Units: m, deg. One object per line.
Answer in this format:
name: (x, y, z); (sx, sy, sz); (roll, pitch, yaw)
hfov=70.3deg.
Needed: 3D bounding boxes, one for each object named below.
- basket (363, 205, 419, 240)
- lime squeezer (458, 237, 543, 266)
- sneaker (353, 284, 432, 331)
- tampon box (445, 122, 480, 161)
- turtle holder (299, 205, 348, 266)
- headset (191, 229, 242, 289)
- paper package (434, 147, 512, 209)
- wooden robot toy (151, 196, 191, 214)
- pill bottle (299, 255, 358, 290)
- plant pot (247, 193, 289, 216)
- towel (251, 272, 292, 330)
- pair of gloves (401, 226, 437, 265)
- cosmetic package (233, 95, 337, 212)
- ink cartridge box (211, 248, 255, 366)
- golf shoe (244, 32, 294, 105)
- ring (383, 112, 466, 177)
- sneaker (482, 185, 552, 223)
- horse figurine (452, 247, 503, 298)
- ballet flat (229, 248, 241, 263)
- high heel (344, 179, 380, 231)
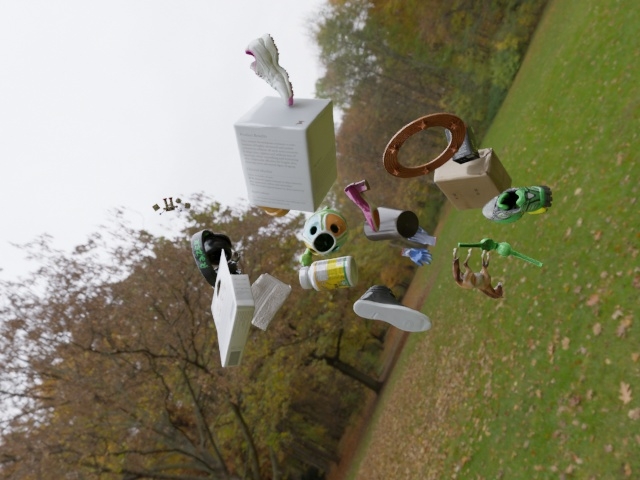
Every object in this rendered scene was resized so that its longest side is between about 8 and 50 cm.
basket: (0.340, -0.077, 2.131); (0.204, 0.154, 0.227); (-40, 18, -18)
lime squeezer: (0.674, 0.031, 1.720); (0.110, 0.310, 0.058); (-34, -42, -82)
sneaker: (0.288, 0.248, 1.734); (0.147, 0.296, 0.104); (-52, -32, -52)
tampon box: (0.681, -0.463, 2.175); (0.120, 0.101, 0.161); (1, -104, -53)
turtle holder: (-0.003, -0.018, 2.476); (0.227, 0.320, 0.243); (-81, -34, -66)
headset: (-0.437, 0.105, 1.891); (0.185, 0.243, 0.394); (-24, -19, 7)
paper package: (0.799, -0.313, 2.380); (0.325, 0.309, 0.168); (34, -116, -42)
wooden robot toy: (-0.693, -0.167, 2.119); (0.079, 0.173, 0.076); (-150, 51, -74)
pill bottle: (0.031, 0.131, 1.742); (0.117, 0.208, 0.117); (-10, -90, -72)
plant pot: (-0.270, -0.236, 2.378); (0.188, 0.205, 0.205); (9, -73, -48)
towel: (-0.275, 0.298, 2.256); (0.282, 0.187, 0.049); (-57, -9, -38)
pair of gloves: (0.476, 0.026, 2.199); (0.023, 0.159, 0.198); (-38, -39, -54)
cosmetic package: (-0.133, -0.382, 1.994); (0.327, 0.329, 0.393); (-60, -28, -47)
ink cartridge box: (-0.292, 0.220, 1.492); (0.261, 0.066, 0.296); (-114, 34, -45)
golf shoe: (-0.210, -0.692, 1.886); (0.140, 0.306, 0.115); (-24, 1, -7)
ring: (0.401, -0.348, 1.739); (0.336, 0.337, 0.032); (96, 159, -57)
sneaker: (0.751, -0.154, 1.820); (0.343, 0.146, 0.134); (143, 130, -74)
horse figurine: (0.553, 0.118, 1.633); (0.066, 0.263, 0.174); (-8, 78, 58)
ballet flat: (-0.444, 0.051, 2.171); (0.058, 0.250, 0.084); (-37, -57, -18)
high heel: (0.184, -0.143, 2.027); (0.082, 0.117, 0.244); (-15, -95, -57)
